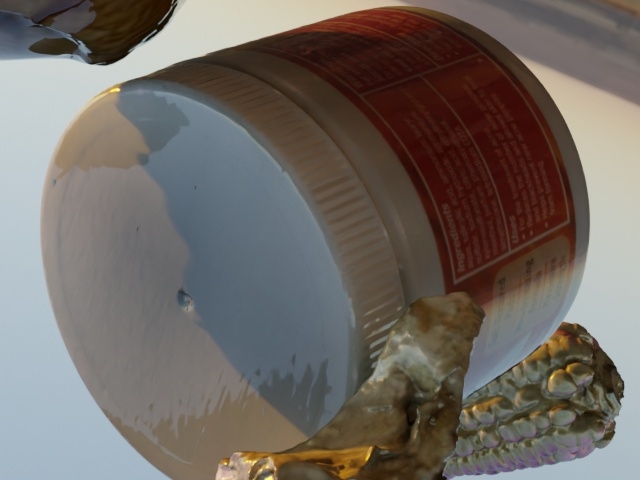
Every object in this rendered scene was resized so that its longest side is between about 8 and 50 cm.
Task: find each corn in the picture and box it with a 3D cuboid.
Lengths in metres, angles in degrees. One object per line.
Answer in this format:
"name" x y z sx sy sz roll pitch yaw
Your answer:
"corn" 0.102 0.157 1.264 0.335 0.126 0.127 -15 177 22

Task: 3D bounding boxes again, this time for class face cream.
"face cream" 0.000 0.000 0.680 0.201 0.201 0.187 29 -145 31

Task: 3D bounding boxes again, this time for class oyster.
"oyster" 0.004 0.102 0.559 0.081 0.191 0.163 36 173 10

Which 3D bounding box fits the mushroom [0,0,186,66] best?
"mushroom" -0.170 -0.146 0.563 0.267 0.254 0.267 27 161 10
